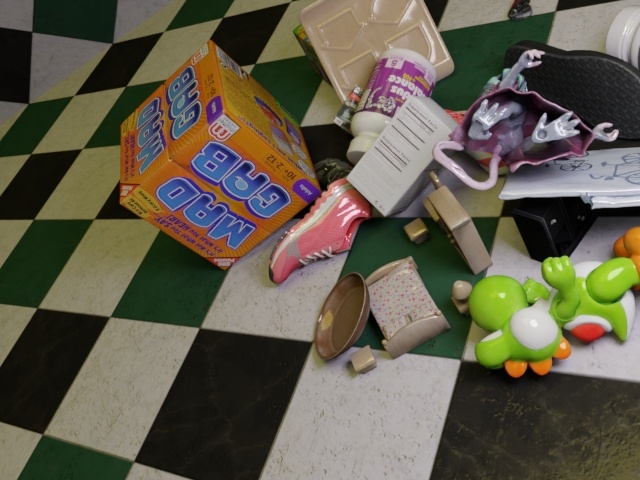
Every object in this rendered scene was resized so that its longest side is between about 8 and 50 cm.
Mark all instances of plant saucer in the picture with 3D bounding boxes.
[{"bbox_3d":[0.053,0.166,1.436,0.198,0.036,0.199,-50,27,36],"label":"plant saucer"}]

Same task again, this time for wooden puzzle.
[{"bbox_3d":[0.156,-0.550,1.857,0.322,0.348,0.080,-26,12,12],"label":"wooden puzzle"}]

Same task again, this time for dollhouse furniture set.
[{"bbox_3d":[0.157,0.051,1.416,0.355,0.174,0.303,-31,42,6],"label":"dollhouse furniture set"}]

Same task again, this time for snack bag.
[{"bbox_3d":[0.519,-0.123,1.279,0.342,0.037,0.323,-1,20,20],"label":"snack bag"}]

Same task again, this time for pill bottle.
[{"bbox_3d":[0.773,-0.413,1.422,0.161,0.161,0.283,-45,43,-9],"label":"pill bottle"},{"bbox_3d":[0.178,-0.328,1.725,0.169,0.169,0.302,10,71,39],"label":"pill bottle"}]

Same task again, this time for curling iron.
[{"bbox_3d":[0.606,-0.725,1.902,0.068,0.035,0.274,14,63,36],"label":"curling iron"}]

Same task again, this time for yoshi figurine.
[{"bbox_3d":[0.419,0.089,1.212,0.362,0.204,0.203,-32,26,9],"label":"yoshi figurine"}]

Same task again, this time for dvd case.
[{"bbox_3d":[0.101,-0.358,1.860,0.119,0.087,0.013,-56,5,8],"label":"dvd case"}]

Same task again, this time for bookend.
[{"bbox_3d":[0.466,-0.055,1.315,0.072,0.156,0.157,25,69,46],"label":"bookend"}]

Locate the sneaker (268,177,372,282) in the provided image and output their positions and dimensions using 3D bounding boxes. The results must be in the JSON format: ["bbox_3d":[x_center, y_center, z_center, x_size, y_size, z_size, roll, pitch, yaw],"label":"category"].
[{"bbox_3d":[0.000,0.000,1.615,0.136,0.116,0.314,42,95,15],"label":"sneaker"}]

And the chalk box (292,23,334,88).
[{"bbox_3d":[0.047,-0.608,2.068,0.179,0.180,0.289,-37,41,-1],"label":"chalk box"}]

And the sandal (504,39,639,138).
[{"bbox_3d":[0.601,-0.370,1.509,0.107,0.168,0.446,-27,40,-16],"label":"sandal"}]

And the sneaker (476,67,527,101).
[{"bbox_3d":[0.439,-0.327,1.520,0.110,0.122,0.283,25,28,23],"label":"sneaker"}]

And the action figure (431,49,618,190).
[{"bbox_3d":[0.408,-0.200,1.315,0.248,0.370,0.276,45,107,6],"label":"action figure"}]

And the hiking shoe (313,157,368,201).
[{"bbox_3d":[0.047,-0.143,1.724,0.226,0.086,0.114,11,57,39],"label":"hiking shoe"}]

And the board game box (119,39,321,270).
[{"bbox_3d":[-0.271,-0.219,1.757,0.356,0.356,0.356,-37,41,18],"label":"board game box"}]

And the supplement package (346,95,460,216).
[{"bbox_3d":[0.200,-0.194,1.530,0.134,0.139,0.244,45,115,14],"label":"supplement package"}]

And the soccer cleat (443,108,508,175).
[{"bbox_3d":[0.348,-0.268,1.610,0.108,0.116,0.318,-40,42,-4],"label":"soccer cleat"}]
